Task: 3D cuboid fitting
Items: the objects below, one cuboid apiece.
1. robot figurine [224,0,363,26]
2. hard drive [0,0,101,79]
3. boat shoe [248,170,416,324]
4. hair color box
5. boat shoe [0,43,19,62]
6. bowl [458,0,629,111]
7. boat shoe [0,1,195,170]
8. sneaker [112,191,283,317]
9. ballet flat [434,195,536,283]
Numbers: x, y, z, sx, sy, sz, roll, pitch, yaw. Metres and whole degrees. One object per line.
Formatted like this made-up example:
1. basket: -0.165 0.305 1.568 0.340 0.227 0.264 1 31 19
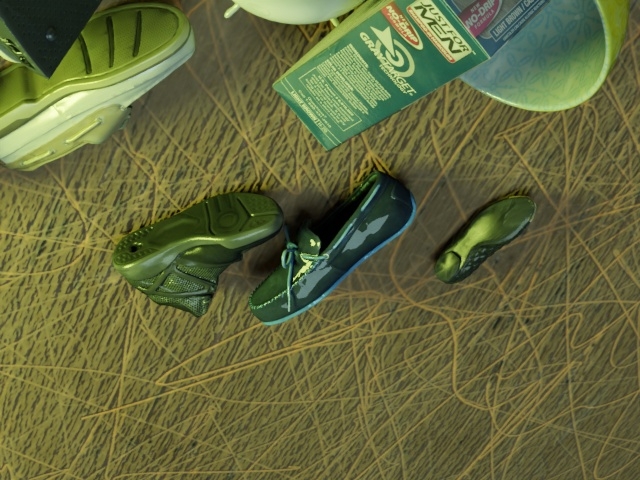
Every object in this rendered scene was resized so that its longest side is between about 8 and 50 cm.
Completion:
1. robot figurine: -0.015 -0.369 1.658 0.300 0.199 0.353 12 131 0
2. hard drive: -0.319 -0.310 1.679 0.054 0.172 0.254 5 142 31
3. boat shoe: 0.000 0.000 2.094 0.258 0.109 0.089 -42 122 4
4. hair color box: 0.105 -0.222 1.703 0.105 0.174 0.347 49 152 -8
5. boat shoe: -0.413 -0.311 1.691 0.113 0.127 0.340 0 149 29
6. bowl: 0.230 -0.301 1.786 0.156 0.289 0.289 -49 141 -27
7. boat shoe: -0.265 -0.173 1.858 0.302 0.113 0.103 -21 139 19
8. sneaker: -0.138 0.020 2.077 0.228 0.087 0.130 -22 135 13
9. ballet flat: 0.219 -0.005 2.168 0.173 0.057 0.049 -40 169 24
